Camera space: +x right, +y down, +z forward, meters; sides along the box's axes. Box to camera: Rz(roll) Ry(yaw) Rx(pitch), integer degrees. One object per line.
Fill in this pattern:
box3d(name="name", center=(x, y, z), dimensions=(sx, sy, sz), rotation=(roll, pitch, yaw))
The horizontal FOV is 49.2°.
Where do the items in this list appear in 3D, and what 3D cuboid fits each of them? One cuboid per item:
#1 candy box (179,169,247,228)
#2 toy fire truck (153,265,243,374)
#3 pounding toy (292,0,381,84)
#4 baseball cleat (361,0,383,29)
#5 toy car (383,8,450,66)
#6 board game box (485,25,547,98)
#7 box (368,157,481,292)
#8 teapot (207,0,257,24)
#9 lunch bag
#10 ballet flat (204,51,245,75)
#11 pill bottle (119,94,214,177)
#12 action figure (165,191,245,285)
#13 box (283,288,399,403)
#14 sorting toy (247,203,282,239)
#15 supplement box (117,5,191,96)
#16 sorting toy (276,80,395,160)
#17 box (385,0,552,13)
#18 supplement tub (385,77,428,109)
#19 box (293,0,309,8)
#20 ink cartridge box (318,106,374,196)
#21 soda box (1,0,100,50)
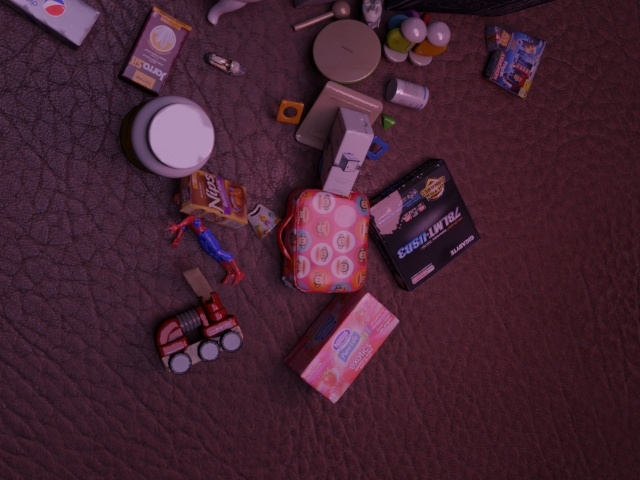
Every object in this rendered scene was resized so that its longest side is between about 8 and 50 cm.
box3d(name="candy box", center=(-0.272, -0.106, 1.787), dimensions=(0.187, 0.053, 0.109), rotation=(17, 58, -43))
box3d(name="toy fire truck", center=(-0.336, 0.201, 1.819), dimensions=(0.217, 0.158, 0.246), rotation=(-22, 93, -18))
box3d(name="pounding toy", center=(0.057, -0.515, 1.913), dimensions=(0.183, 0.110, 0.236), rotation=(-32, 79, -4))
box3d(name="baseball cleat", center=(0.142, -0.669, 1.933), dimensions=(0.072, 0.109, 0.205), rotation=(13, 64, 3))
box3d(name="toy car", center=(0.264, -0.580, 1.957), dimensions=(0.182, 0.159, 0.136), rotation=(1, 72, -22))
box3d(name="board game box", center=(0.570, -0.558, 2.127), dimensions=(0.194, 0.060, 0.194), rotation=(23, 88, -23))
box3d(name="box", center=(0.299, -0.047, 2.082), dimensions=(0.296, 0.073, 0.293), rotation=(-34, 108, -14))
box3d(name="teapot", center=(-0.219, -0.711, 1.717), dimensions=(0.256, 0.187, 0.252), rotation=(-62, 143, -24))
box3d(name="lunch bag", center=(0.000, 0.000, 1.932), dimensions=(0.258, 0.120, 0.292), rotation=(2, 95, -24))
box3d(name="ballet flat", center=(-0.244, -0.456, 1.813), dimensions=(0.114, 0.041, 0.041), rotation=(17, 90, -24))
box3d(name="pill bottle", center=(-0.356, -0.242, 1.635), dimensions=(0.188, 0.334, 0.187), rotation=(-3, 98, -23))
box3d(name="action figure", center=(-0.323, 0.013, 1.811), dimensions=(0.139, 0.091, 0.280), rotation=(-39, 110, -31))
box3d(name="box", center=(0.057, 0.286, 1.981), dimensions=(0.142, 0.154, 0.300), rotation=(43, 81, -22))
box3d(name="sorting toy", center=(-0.159, -0.058, 1.910), dimensions=(0.075, 0.045, 0.083), rotation=(45, 79, -2))
box3d(name="supplement box", center=(-0.409, -0.462, 1.721), dimensions=(0.104, 0.081, 0.188), rotation=(25, 87, -24))
box3d(name="sorting toy", center=(0.047, -0.334, 1.920), dimensions=(0.348, 0.047, 0.196), rotation=(17, 126, -25))
box3d(name="box", center=(0.413, -0.750, 1.909), dimensions=(0.396, 0.293, 0.211), rotation=(-5, 99, -23))
box3d(name="supplement tub", center=(0.249, -0.420, 2.007), dimensions=(0.107, 0.071, 0.070), rotation=(11, 93, -24))
box3d(name="box", center=(0.003, -0.665, 1.833), dimensions=(0.126, 0.137, 0.072), rotation=(-17, 102, -20))
box3d(name="ink cartridge box", center=(0.065, -0.238, 1.874), dimensions=(0.082, 0.139, 0.190), rotation=(11, 124, -15))
box3d(name="soda box", center=(-0.657, -0.560, 1.598), dimensions=(0.286, 0.091, 0.098), rotation=(32, 83, -23))
